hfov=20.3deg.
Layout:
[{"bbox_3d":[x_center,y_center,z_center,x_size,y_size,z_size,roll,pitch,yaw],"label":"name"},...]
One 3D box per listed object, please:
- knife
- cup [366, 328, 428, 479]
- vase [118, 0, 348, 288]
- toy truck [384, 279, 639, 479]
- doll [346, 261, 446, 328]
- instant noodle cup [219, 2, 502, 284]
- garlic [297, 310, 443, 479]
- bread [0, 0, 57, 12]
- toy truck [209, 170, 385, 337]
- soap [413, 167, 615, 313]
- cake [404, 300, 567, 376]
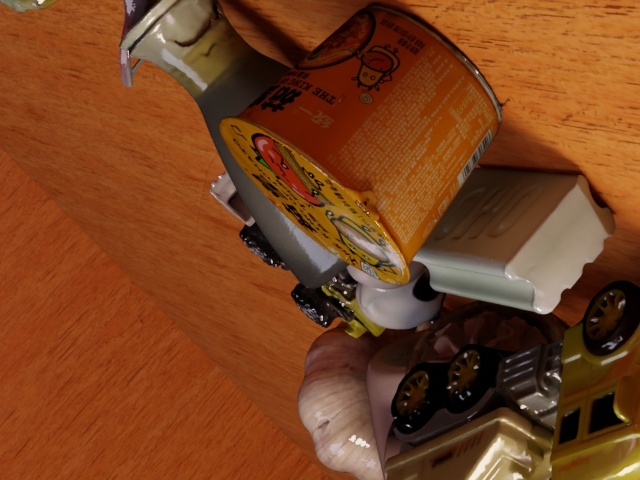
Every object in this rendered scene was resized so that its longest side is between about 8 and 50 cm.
[{"bbox_3d":[-0.199,-0.298,1.819,0.053,0.123,0.278,8,139,25],"label":"knife"},{"bbox_3d":[0.140,0.227,2.096,0.191,0.253,0.200,-5,107,32],"label":"cup"},{"bbox_3d":[-0.052,-0.122,1.802,0.321,0.173,0.173,48,166,-2],"label":"vase"},{"bbox_3d":[0.220,0.204,1.644,0.180,0.254,0.405,29,145,-26],"label":"toy truck"},{"bbox_3d":[0.082,0.024,1.973,0.107,0.110,0.181,30,161,33],"label":"doll"},{"bbox_3d":[0.044,-0.091,1.569,0.216,0.172,0.216,39,167,11],"label":"instant noodle cup"},{"bbox_3d":[0.103,0.175,2.280,0.245,0.245,0.253,40,134,4],"label":"garlic"},{"bbox_3d":[-0.329,-0.392,1.503,0.395,0.264,0.239,29,175,42],"label":"bread"},{"bbox_3d":[0.000,0.000,2.062,0.286,0.136,0.111,48,170,-36],"label":"toy truck"},{"bbox_3d":[0.170,-0.004,1.617,0.066,0.119,0.198,46,166,-21],"label":"soap"},{"bbox_3d":[0.193,0.148,1.908,0.178,0.207,0.185,88,173,-67],"label":"cake"}]
